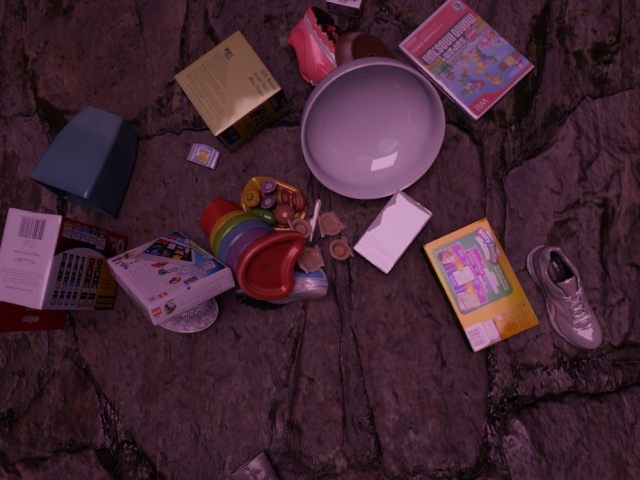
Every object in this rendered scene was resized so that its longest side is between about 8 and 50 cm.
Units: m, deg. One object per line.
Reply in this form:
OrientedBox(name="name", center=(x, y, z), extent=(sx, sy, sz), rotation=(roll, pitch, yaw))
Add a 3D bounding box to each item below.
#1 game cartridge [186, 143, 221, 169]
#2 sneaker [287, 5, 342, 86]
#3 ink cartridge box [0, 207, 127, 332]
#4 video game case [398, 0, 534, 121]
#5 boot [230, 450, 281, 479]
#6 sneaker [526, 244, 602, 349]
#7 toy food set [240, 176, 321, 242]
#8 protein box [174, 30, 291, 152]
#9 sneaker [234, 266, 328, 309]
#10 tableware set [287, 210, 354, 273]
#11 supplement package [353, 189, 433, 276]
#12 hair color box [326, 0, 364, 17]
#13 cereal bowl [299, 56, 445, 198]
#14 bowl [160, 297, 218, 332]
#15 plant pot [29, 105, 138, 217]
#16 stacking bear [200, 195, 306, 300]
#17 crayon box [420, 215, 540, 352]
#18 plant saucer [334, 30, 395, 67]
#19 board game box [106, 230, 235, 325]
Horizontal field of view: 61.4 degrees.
OrientedBox(name="game cartridge", center=(-0.309, -0.226, 1.434), extent=(0.083, 0.017, 0.056), rotation=(19, 81, 8))
OrientedBox(name="sneaker", center=(0.023, -0.434, 1.397), extent=(0.136, 0.116, 0.314), rotation=(-29, 88, 36))
OrientedBox(name="ink cartridge box", center=(-0.608, 0.090, 1.274), extent=(0.129, 0.309, 0.272), rotation=(9, 84, 7))
OrientedBox(name="video game case", center=(0.371, -0.471, 1.387), extent=(0.204, 0.025, 0.285), rotation=(-43, 80, -1))
OrientedBox(name="boot", center=(-0.088, 0.594, 1.273), extent=(0.189, 0.076, 0.209), rotation=(-30, 73, -1))
OrientedBox(name="sneaker", center=(0.563, 0.130, 1.232), extent=(0.099, 0.121, 0.263), rotation=(-28, 80, 3))
OrientedBox(name="toy food set", center=(-0.106, -0.090, 1.363), extent=(0.217, 0.071, 0.128), rotation=(21, 85, 9))
OrientedBox(name="protein box", center=(-0.220, -0.376, 1.383), extent=(0.201, 0.136, 0.200), rotation=(-36, 79, 1))
OrientedBox(name="sneaker", center=(-0.096, 0.116, 1.337), extent=(0.237, 0.085, 0.086), rotation=(-9, 55, 8))
OrientedBox(name="tableware set", center=(0.000, 0.000, 1.327), extent=(0.168, 0.020, 0.141), rotation=(-16, 72, -24))
OrientedBox(name="supplement package", center=(0.174, -0.015, 1.305), extent=(0.105, 0.105, 0.179), rotation=(37, 88, 10))
OrientedBox(name="hair color box", center=(0.082, -0.689, 1.436), extent=(0.093, 0.053, 0.168), rotation=(15, 83, 7))
OrientedBox(name="cereal bowl", center=(0.113, -0.275, 1.280), extent=(0.338, 0.141, 0.339), rotation=(-5, 125, -7))
OrientedBox(name="bowl", center=(-0.335, 0.142, 1.339), extent=(0.169, 0.080, 0.170), rotation=(-1, 127, -2))
OrientedBox(name="plant pot", center=(-0.585, -0.212, 1.392), extent=(0.165, 0.166, 0.235), rotation=(19, 78, 8))
OrientedBox(name="stacking bear", center=(-0.191, -0.004, 1.291), extent=(0.289, 0.164, 0.176), rotation=(40, 122, 43))
OrientedBox(name="crayon box", center=(0.372, 0.104, 1.277), extent=(0.165, 0.081, 0.279), rotation=(-24, 80, 2))
OrientedBox(name="plant saucer", center=(0.126, -0.443, 1.345), extent=(0.198, 0.036, 0.199), rotation=(13, 65, -30))
OrientedBox(name="board game box", center=(-0.353, 0.073, 1.244), extent=(0.192, 0.305, 0.053), rotation=(-26, 121, -27))
